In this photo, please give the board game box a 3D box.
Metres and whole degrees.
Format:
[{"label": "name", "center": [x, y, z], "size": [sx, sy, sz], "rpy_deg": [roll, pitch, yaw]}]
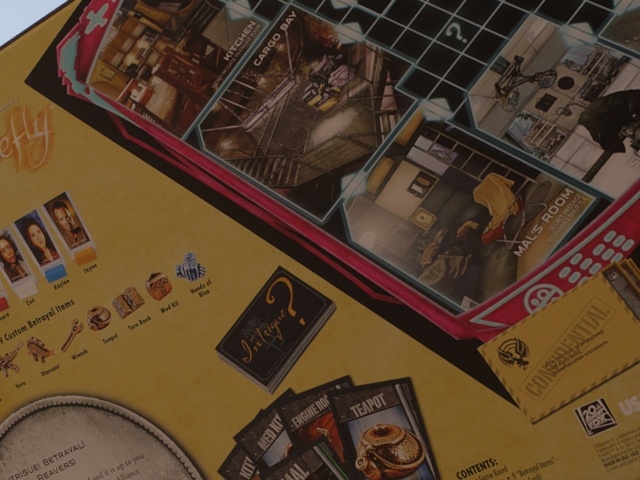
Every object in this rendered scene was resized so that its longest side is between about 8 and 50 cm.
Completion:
[{"label": "board game box", "center": [0.000, 0.000, 0.448], "size": [0.243, 0.042, 0.165], "rpy_deg": [-27, -88, 31]}]
